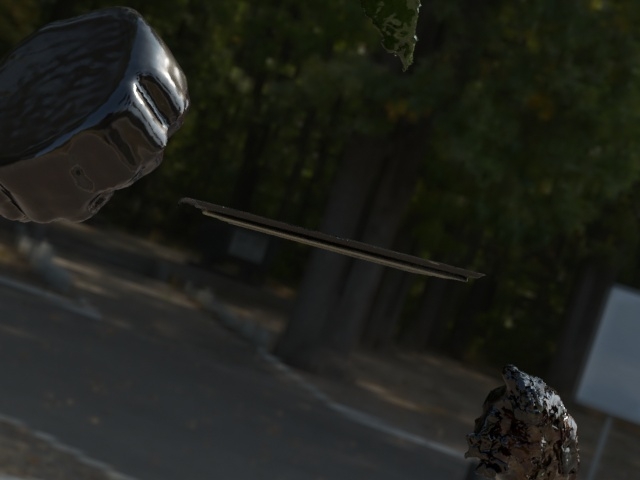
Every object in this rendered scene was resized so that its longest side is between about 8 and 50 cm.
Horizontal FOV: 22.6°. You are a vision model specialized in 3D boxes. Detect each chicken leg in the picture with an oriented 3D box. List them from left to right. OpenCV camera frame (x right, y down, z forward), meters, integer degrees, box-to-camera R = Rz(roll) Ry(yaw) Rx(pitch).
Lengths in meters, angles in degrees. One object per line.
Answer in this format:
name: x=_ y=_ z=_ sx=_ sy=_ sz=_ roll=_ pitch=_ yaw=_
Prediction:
chicken leg: x=0.177 y=0.184 z=1.367 sx=0.063 sy=0.105 sz=0.234 roll=39 pitch=-14 yaw=37

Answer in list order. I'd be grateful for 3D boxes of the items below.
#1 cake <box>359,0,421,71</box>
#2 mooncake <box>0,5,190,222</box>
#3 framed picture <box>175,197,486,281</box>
cake: x=0.060 y=-0.287 z=1.184 sx=0.283 sy=0.172 sz=0.158 roll=59 pitch=16 yaw=-26
mooncake: x=-0.282 y=-0.136 z=1.853 sx=0.283 sy=0.283 sz=0.141 roll=17 pitch=-29 yaw=48
framed picture: x=0.000 y=0.000 z=1.055 sx=0.195 sy=0.010 sz=0.199 roll=15 pitch=-1 yaw=-5
